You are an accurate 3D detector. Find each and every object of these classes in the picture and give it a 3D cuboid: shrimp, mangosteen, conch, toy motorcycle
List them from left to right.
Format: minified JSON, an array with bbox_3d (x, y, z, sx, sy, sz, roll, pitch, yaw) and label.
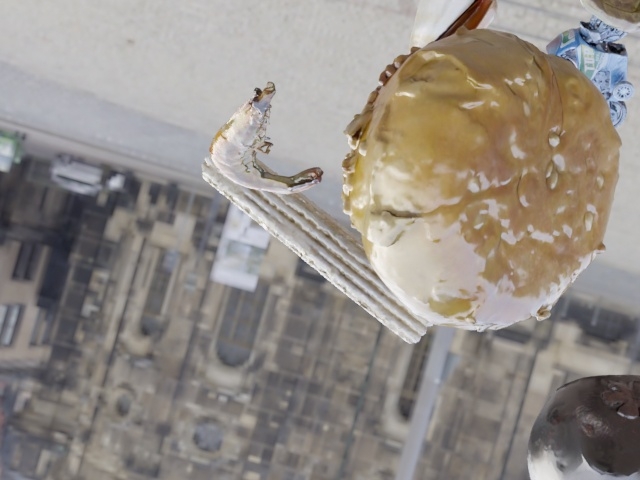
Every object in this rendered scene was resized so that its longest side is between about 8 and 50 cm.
[{"bbox_3d":[-0.036,-0.075,0.925,0.091,0.025,0.127,20,148,-2],"label":"shrimp"},{"bbox_3d":[0.185,-0.324,1.725,0.104,0.176,0.094,27,173,-26],"label":"conch"},{"bbox_3d":[0.439,-0.272,2.000,0.136,0.254,0.092,-5,-139,6],"label":"toy motorcycle"},{"bbox_3d":[0.427,0.323,1.732,0.288,0.233,0.287,-8,150,-5],"label":"mangosteen"}]

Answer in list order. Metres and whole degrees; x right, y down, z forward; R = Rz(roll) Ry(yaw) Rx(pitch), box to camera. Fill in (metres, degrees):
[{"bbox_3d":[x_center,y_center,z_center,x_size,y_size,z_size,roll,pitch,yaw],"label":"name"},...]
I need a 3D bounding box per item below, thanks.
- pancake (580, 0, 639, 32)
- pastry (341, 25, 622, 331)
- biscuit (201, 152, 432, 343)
[{"bbox_3d":[0.438,-0.436,1.800,0.250,0.250,0.031,16,167,-36],"label":"pancake"},{"bbox_3d":[0.140,-0.059,1.167,0.316,0.284,0.184,-2,-170,-44],"label":"pastry"},{"bbox_3d":[0.000,0.000,1.863,0.426,0.078,0.144,38,-177,6],"label":"biscuit"}]
